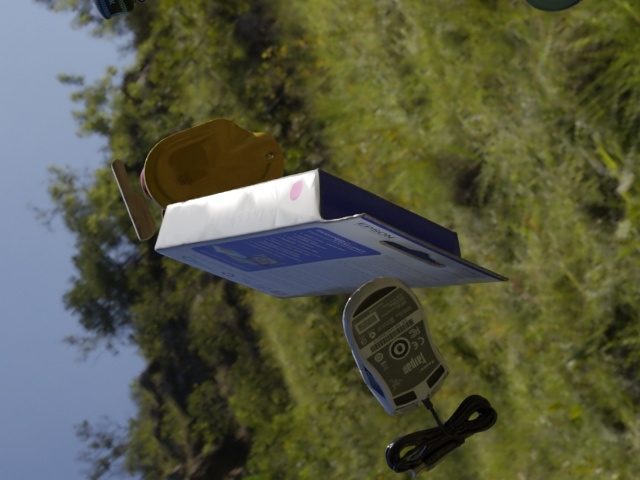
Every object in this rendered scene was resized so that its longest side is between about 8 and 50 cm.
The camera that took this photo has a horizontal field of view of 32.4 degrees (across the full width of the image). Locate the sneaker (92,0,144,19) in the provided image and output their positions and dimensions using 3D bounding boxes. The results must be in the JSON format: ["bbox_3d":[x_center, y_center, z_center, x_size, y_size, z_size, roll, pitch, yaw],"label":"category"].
[{"bbox_3d":[-0.342,-0.450,1.795,0.341,0.125,0.140,-87,-21,-67],"label":"sneaker"}]

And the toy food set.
[{"bbox_3d":[-0.151,-0.067,1.364,0.218,0.071,0.128,-23,-113,-24],"label":"toy food set"}]

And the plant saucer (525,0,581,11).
[{"bbox_3d":[0.366,-0.402,1.699,0.119,0.119,0.021,64,-169,25],"label":"plant saucer"}]

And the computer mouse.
[{"bbox_3d":[0.071,0.105,0.915,0.193,0.106,0.042,63,168,-26],"label":"computer mouse"}]

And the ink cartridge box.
[{"bbox_3d":[0.000,0.000,1.089,0.176,0.371,0.069,23,-106,-32],"label":"ink cartridge box"}]
